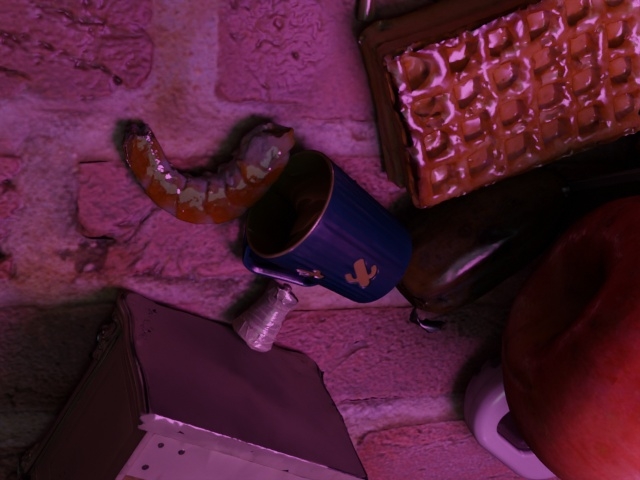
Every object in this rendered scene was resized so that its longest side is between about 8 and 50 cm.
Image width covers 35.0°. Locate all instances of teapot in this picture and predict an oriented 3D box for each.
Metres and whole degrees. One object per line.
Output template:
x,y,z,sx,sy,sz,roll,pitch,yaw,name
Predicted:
-0.060,0.086,1.215,0.083,0.057,0.067,-53,166,15,teapot

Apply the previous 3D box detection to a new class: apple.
0.390,0.135,1.128,0.363,0.364,0.364,-9,122,-15,apple

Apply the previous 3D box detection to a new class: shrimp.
-0.123,-0.097,1.094,0.166,0.049,0.161,39,103,-25,shrimp

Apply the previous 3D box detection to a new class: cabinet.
-0.170,0.279,1.190,0.289,0.227,0.318,23,112,-30,cabinet

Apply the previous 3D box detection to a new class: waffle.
0.209,-0.181,1.130,0.307,0.091,0.213,-21,124,-8,waffle

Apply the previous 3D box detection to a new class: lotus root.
0.184,-0.005,1.206,0.241,0.123,0.124,-34,149,-3,lotus root

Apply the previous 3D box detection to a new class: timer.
0.333,0.203,1.403,0.262,0.087,0.237,-43,124,8,timer

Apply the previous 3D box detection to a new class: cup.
0.000,0.000,1.154,0.176,0.131,0.155,-28,135,35,cup

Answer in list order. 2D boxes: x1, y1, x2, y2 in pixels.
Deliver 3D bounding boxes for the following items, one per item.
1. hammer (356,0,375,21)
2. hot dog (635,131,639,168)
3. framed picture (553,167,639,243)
0.060,-0.321,1.039,0.062,0.013,0.199,-5,121,-17,hammer
0.484,-0.097,1.250,0.153,0.150,0.256,-48,124,-1,hot dog
0.416,0.009,1.277,0.232,0.019,0.296,-8,136,39,framed picture
